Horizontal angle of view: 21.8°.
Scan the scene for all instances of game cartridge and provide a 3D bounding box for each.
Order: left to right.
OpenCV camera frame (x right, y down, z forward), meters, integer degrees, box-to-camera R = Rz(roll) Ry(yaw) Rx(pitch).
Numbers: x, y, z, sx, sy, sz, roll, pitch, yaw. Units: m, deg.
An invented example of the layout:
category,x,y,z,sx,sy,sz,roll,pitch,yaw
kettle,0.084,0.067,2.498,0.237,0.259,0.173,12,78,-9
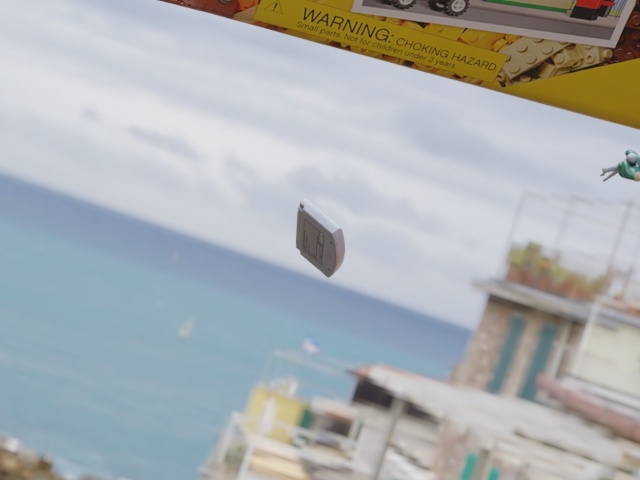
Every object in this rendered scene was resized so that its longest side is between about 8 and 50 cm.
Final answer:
category,x,y,z,sx,sy,sz,roll,pitch,yaw
game cartridge,0.000,0.000,1.614,0.056,0.017,0.083,44,-24,21

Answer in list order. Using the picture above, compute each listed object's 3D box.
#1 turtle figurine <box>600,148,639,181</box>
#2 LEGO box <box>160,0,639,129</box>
category,x,y,z,sx,sy,sz,roll,pitch,yaw
turtle figurine,0.357,-0.117,1.506,0.118,0.175,0.234,30,-25,-12
LEGO box,0.178,-0.279,0.980,0.500,0.372,0.193,12,38,-20
